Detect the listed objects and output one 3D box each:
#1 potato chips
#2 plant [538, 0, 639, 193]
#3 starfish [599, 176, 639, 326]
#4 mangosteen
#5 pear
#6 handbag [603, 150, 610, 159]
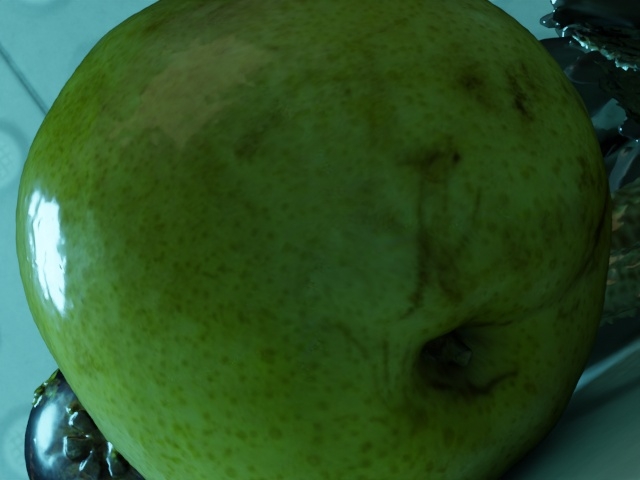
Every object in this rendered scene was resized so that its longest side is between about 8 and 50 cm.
[{"bbox_3d":[0.247,-0.100,1.102,0.220,0.202,0.029,-42,-31,-64],"label":"potato chips"},{"bbox_3d":[0.289,-0.147,1.325,0.321,0.181,0.194,-27,-24,-16],"label":"plant"},{"bbox_3d":[0.108,0.057,1.108,0.432,0.082,0.324,-37,2,24],"label":"starfish"},{"bbox_3d":[-0.156,0.188,1.529,0.192,0.192,0.217,-36,-20,1],"label":"mangosteen"},{"bbox_3d":[0.000,0.000,0.879,0.314,0.314,0.314,-36,0,0],"label":"pear"},{"bbox_3d":[0.285,-0.078,1.541,0.223,0.080,0.247,-36,0,4],"label":"handbag"}]
